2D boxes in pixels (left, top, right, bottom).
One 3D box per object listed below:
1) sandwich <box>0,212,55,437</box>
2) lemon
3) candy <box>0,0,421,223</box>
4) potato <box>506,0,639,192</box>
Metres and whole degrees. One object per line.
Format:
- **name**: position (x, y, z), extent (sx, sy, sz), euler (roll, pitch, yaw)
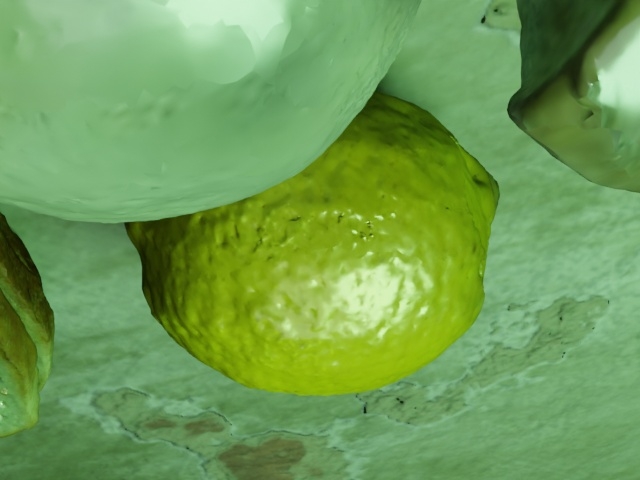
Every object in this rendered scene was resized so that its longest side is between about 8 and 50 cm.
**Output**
- **sandwich**: position (-0.316, 0.037, 0.624), extent (0.288, 0.100, 0.254), euler (-9, 139, -1)
- **lemon**: position (-0.002, 0.000, 0.583), extent (0.193, 0.181, 0.180), euler (3, 141, -40)
- **candy**: position (-0.065, -0.125, 0.398), extent (0.295, 0.185, 0.296), euler (-22, 143, -18)
- **potato**: position (0.188, -0.150, 0.389), extent (0.211, 0.264, 0.189), euler (24, 139, -25)
